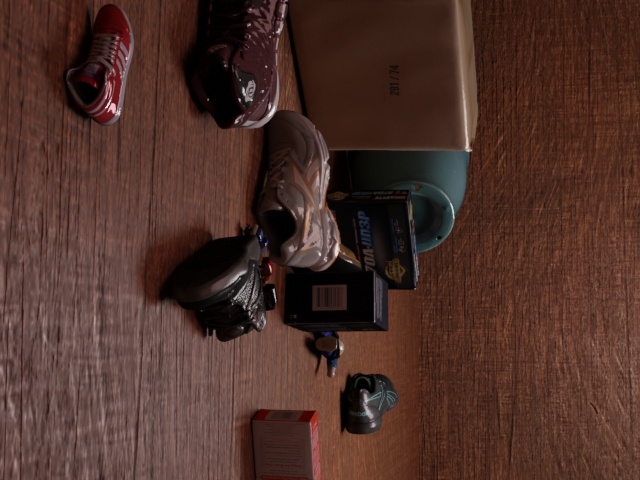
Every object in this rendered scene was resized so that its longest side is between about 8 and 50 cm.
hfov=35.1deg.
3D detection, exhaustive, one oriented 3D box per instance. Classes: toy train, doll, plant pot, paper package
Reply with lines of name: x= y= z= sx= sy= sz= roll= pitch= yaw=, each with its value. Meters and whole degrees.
toy train: x=-0.088 y=0.042 z=1.505 sx=0.027 sy=0.036 sz=0.158 roll=-75 pitch=160 yaw=-52
doll: x=0.017 y=0.200 z=1.953 sx=0.189 sy=0.046 sz=0.129 roll=65 pitch=17 yaw=-76
plant pot: x=0.189 y=-0.114 z=2.171 sx=0.255 sy=0.272 sz=0.271 roll=-84 pitch=168 yaw=-54
paper package: x=0.120 y=-0.332 z=1.833 sx=0.168 sy=0.309 sz=0.325 roll=-72 pitch=158 yaw=-49

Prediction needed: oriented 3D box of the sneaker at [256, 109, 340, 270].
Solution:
sneaker: x=-0.050 y=-0.082 z=1.566 sx=0.121 sy=0.099 sz=0.262 roll=0 pitch=72 yaw=-46

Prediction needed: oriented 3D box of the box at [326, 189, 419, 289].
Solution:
box: x=0.106 y=-0.001 z=2.069 sx=0.051 sy=0.175 sz=0.220 roll=-70 pitch=157 yaw=-53

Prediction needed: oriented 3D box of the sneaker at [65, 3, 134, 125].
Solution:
sneaker: x=-0.208 y=-0.173 z=0.957 sx=0.067 sy=0.042 sz=0.118 roll=30 pitch=62 yaw=-80

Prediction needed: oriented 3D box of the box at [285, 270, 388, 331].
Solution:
box: x=0.032 y=0.109 z=1.772 sx=0.158 sy=0.156 sz=0.093 roll=42 pitch=48 yaw=-74

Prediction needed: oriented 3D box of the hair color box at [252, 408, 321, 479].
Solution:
hair color box: x=-0.049 y=0.343 z=1.537 sx=0.053 sy=0.093 sz=0.167 roll=-42 pitch=131 yaw=-73

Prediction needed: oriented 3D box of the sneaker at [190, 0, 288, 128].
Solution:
sneaker: x=-0.108 y=-0.273 z=1.286 sx=0.162 sy=0.106 sz=0.281 roll=-46 pitch=134 yaw=-69

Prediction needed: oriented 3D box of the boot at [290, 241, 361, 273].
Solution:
boot: x=0.000 y=0.000 z=1.778 sx=0.305 sy=0.112 sz=0.115 roll=41 pitch=39 yaw=-71

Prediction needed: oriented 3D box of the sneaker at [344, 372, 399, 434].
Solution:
sneaker: x=0.117 y=0.342 z=2.282 sx=0.267 sy=0.101 sz=0.106 roll=-47 pitch=133 yaw=-73

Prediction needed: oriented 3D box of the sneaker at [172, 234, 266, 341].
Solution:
sneaker: x=-0.117 y=0.074 z=1.254 sx=0.227 sy=0.087 sz=0.130 roll=-56 pitch=137 yaw=-78
